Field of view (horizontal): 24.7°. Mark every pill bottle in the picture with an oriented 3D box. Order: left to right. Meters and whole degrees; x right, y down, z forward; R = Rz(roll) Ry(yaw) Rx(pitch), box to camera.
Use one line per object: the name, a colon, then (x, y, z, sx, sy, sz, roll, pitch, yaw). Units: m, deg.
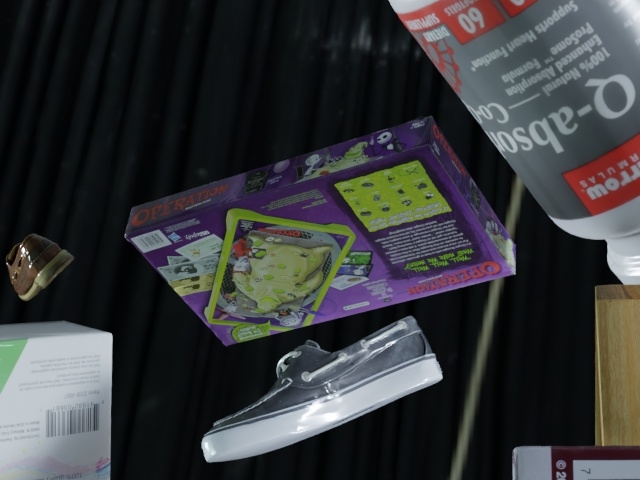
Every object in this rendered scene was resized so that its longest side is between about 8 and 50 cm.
pill bottle: (0.239, -0.134, 1.234, 0.210, 0.210, 0.363, -25, 111, 43)

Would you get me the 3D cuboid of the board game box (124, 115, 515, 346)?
board game box: (0.000, 0.000, 1.489, 0.346, 0.056, 0.208, -15, 131, 24)

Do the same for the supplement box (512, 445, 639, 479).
supplement box: (0.185, 0.122, 0.482, 0.239, 0.073, 0.130, -1, 149, 8)

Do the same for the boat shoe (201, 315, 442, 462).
boat shoe: (-0.007, 0.168, 1.701, 0.301, 0.102, 0.108, -21, 168, -14)

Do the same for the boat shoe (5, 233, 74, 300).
boat shoe: (-0.342, 0.026, 1.741, 0.060, 0.064, 0.178, 46, 158, -7)

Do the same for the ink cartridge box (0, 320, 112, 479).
ink cartridge box: (-0.249, 0.176, 1.136, 0.154, 0.212, 0.093, -4, -174, -37)

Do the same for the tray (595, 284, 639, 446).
tray: (0.219, 0.247, 0.959, 0.076, 0.203, 0.411, -2, 131, 10)
